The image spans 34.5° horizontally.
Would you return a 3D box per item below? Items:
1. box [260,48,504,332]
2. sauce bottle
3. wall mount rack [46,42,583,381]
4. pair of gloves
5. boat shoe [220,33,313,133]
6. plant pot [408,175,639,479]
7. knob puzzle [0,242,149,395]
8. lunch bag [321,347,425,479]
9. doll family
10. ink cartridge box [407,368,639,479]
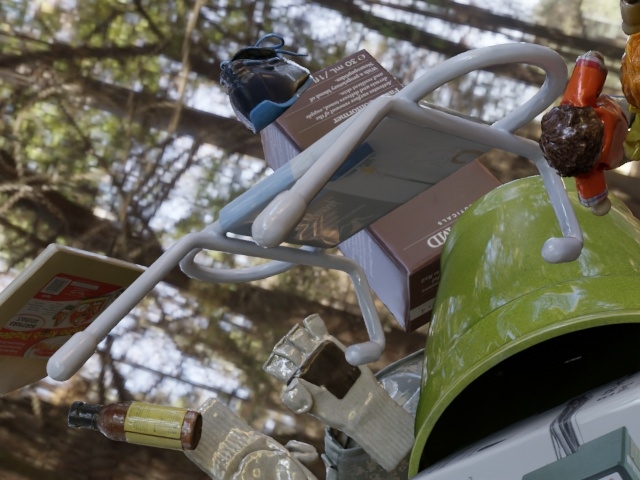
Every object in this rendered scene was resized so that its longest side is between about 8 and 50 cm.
[{"bbox_3d":[0.087,-0.078,1.406,0.191,0.381,0.143,-29,-34,-17],"label":"box"},{"bbox_3d":[-0.180,0.176,1.001,0.042,0.128,0.042,8,-90,-81],"label":"sauce bottle"},{"bbox_3d":[0.000,0.000,0.678,0.304,0.350,0.130,8,-120,-43],"label":"wall mount rack"},{"bbox_3d":[-0.020,0.217,1.163,0.240,0.204,0.042,-39,-12,-28],"label":"pair of gloves"},{"bbox_3d":[-0.064,-0.197,1.218,0.109,0.089,0.258,-39,10,4],"label":"boat shoe"},{"bbox_3d":[0.261,0.114,1.077,0.353,0.366,0.366,-91,7,-56],"label":"plant pot"},{"bbox_3d":[-0.262,0.077,0.949,0.213,0.030,0.213,-34,-22,-15],"label":"knob puzzle"},{"bbox_3d":[0.121,0.321,1.566,0.287,0.169,0.235,-24,-51,-27],"label":"lunch bag"},{"bbox_3d":[0.180,-0.147,0.581,0.163,0.118,0.263,-15,-82,-62],"label":"doll family"},{"bbox_3d":[0.241,0.196,0.888,0.211,0.289,0.121,-5,-112,-62],"label":"ink cartridge box"}]
